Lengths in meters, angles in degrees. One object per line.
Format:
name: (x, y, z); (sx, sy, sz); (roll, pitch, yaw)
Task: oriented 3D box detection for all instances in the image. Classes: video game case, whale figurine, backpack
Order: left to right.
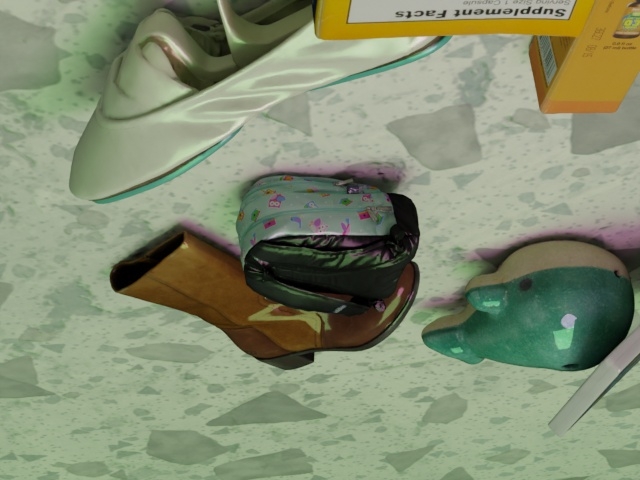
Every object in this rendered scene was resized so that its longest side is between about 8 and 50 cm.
backpack: (0.000, 0.000, 1.545); (0.182, 0.115, 0.152); (4, 139, -15)
whale figurine: (0.253, 0.107, 1.759); (0.272, 0.141, 0.216); (-28, 145, 35)
video game case: (0.398, 0.105, 1.723); (0.285, 0.025, 0.204); (-38, 165, -27)

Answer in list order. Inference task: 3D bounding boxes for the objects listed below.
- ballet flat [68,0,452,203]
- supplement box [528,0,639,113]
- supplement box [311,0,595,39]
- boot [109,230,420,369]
ballet flat: (-0.077, -0.163, 1.240); (0.400, 0.139, 0.139); (-23, 148, 21)
supplement box: (0.250, -0.203, 1.253); (0.078, 0.080, 0.233); (-1, 153, -11)
supplement box: (0.097, -0.307, 0.905); (0.194, 0.195, 0.356); (-1, 151, -7)
boot: (-0.060, 0.041, 1.676); (0.264, 0.096, 0.280); (-20, 142, 39)
